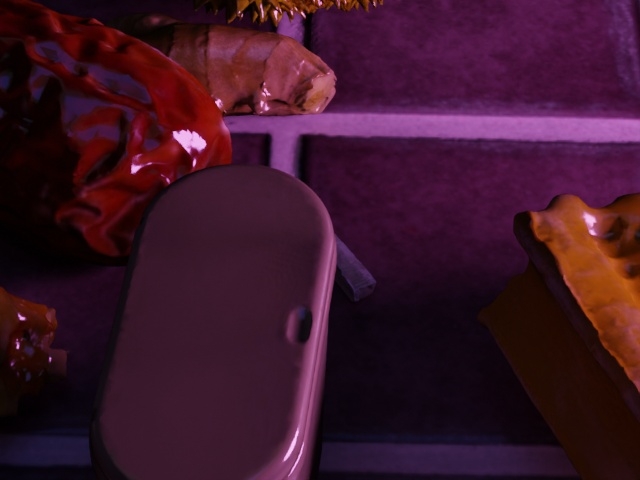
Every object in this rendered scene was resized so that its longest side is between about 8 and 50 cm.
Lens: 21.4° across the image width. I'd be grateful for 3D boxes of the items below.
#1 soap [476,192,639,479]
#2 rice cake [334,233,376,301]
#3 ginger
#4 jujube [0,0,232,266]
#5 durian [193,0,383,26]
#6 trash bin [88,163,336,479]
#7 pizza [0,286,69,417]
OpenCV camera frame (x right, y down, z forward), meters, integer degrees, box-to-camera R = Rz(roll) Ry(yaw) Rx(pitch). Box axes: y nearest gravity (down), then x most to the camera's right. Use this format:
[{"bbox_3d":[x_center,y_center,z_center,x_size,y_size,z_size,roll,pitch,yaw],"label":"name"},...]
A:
[{"bbox_3d":[0.276,0.095,1.093,0.259,0.143,0.281,-1,36,-22],"label":"soap"},{"bbox_3d":[0.000,0.000,1.276,0.022,0.021,0.121,-22,54,-28],"label":"rice cake"},{"bbox_3d":[-0.096,-0.132,1.343,0.205,0.081,0.115,12,21,19],"label":"ginger"},{"bbox_3d":[-0.189,-0.080,1.248,0.250,0.174,0.174,20,55,14],"label":"jujube"},{"bbox_3d":[-0.042,-0.292,1.380,0.291,0.224,0.291,35,22,-17],"label":"durian"},{"bbox_3d":[-0.058,0.117,1.043,0.121,0.247,0.243,6,53,5],"label":"trash bin"},{"bbox_3d":[-0.322,0.103,1.068,0.440,0.130,0.406,52,47,2],"label":"pizza"}]
